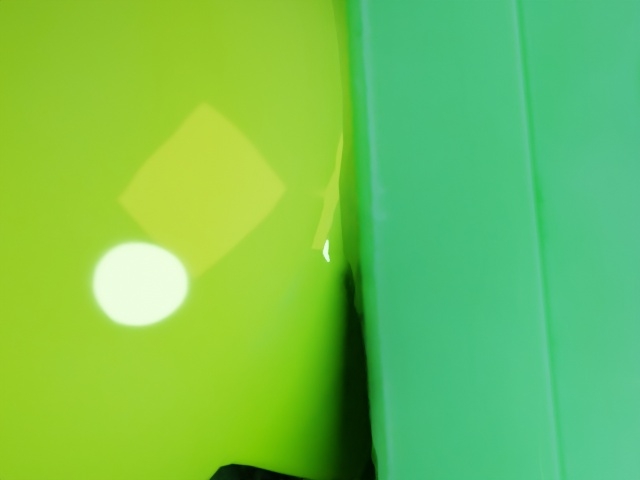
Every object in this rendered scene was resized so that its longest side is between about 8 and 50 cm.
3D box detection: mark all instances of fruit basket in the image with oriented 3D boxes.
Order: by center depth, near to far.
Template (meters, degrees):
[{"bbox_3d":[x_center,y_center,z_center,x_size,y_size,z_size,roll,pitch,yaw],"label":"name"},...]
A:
[{"bbox_3d":[0.000,0.000,0.482,0.283,0.392,0.392,70,30,-72],"label":"fruit basket"}]
